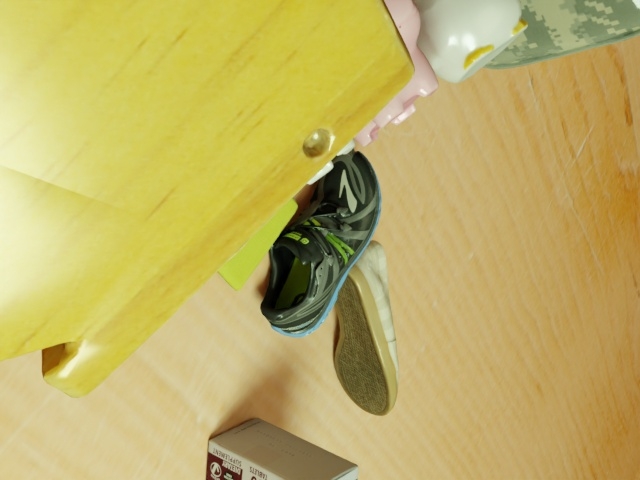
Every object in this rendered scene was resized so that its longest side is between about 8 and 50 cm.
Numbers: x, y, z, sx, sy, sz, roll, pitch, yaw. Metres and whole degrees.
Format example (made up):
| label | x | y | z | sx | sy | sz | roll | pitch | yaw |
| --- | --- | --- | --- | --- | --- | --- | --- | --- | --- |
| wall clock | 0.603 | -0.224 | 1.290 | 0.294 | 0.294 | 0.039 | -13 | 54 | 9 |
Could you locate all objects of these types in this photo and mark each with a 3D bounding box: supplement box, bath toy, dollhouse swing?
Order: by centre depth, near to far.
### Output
| label | x | y | z | sx | sy | sz | roll | pitch | yaw |
| --- | --- | --- | --- | --- | --- | --- | --- | --- | --- |
| dollhouse swing | -0.169 | -0.183 | 0.402 | 0.315 | 0.305 | 0.347 | -44 | 140 | -1 |
| bath toy | 0.020 | -0.143 | 0.727 | 0.348 | 0.129 | 0.151 | -35 | 176 | -28 |
| supplement box | -0.045 | 0.307 | 0.893 | 0.073 | 0.130 | 0.239 | -16 | 116 | -50 |

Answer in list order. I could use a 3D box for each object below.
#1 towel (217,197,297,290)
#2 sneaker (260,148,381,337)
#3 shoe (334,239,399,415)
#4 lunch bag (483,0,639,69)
| label | x | y | z | sx | sy | sz | roll | pitch | yaw |
| --- | --- | --- | --- | --- | --- | --- | --- | --- | --- |
| towel | -0.095 | -0.057 | 0.763 | 0.102 | 0.021 | 0.237 | -54 | 143 | -15 |
| sneaker | 0.000 | 0.000 | 0.873 | 0.188 | 0.067 | 0.078 | -66 | 151 | -4 |
| shoe | 0.053 | 0.096 | 0.981 | 0.058 | 0.077 | 0.219 | -42 | 136 | -36 |
| lunch bag | 0.203 | -0.352 | 0.848 | 0.305 | 0.213 | 0.256 | 57 | 40 | -29 |
